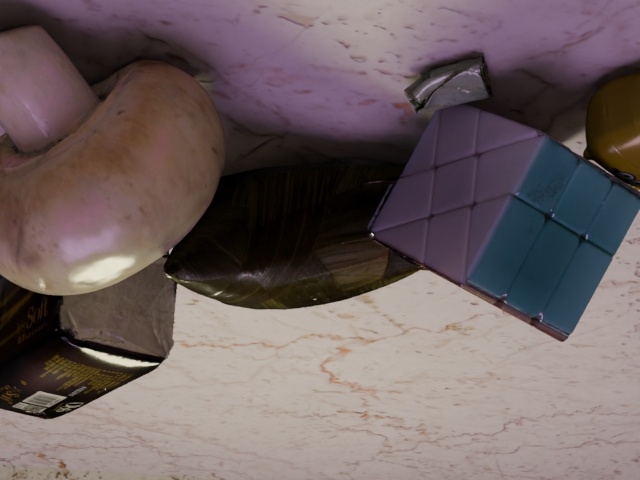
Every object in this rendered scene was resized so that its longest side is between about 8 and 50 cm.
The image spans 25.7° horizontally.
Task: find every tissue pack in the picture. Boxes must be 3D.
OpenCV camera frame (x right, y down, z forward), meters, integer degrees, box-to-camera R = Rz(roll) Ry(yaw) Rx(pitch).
[{"bbox_3d":[-0.399,0.145,2.184,0.210,0.198,0.370,15,151,-35],"label":"tissue pack"},{"bbox_3d":[0.428,-0.137,1.838,0.127,0.123,0.178,-21,146,41],"label":"tissue pack"}]

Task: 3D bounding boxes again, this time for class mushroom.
[{"bbox_3d":[-0.293,-0.111,1.813,0.325,0.353,0.353,-9,159,-24],"label":"mushroom"}]

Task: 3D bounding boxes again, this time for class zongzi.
[{"bbox_3d":[0.000,0.000,1.923,0.404,0.207,0.432,-5,-174,5],"label":"zongzi"}]

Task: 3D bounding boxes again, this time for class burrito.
[{"bbox_3d":[0.165,-0.200,1.821,0.118,0.044,0.074,-11,149,21],"label":"burrito"}]

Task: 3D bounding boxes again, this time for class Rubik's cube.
[{"bbox_3d":[0.244,-0.032,1.865,0.225,0.231,0.221,28,-178,-37],"label":"Rubik's cube"}]

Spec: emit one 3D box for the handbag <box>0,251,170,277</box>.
[{"bbox_3d":[-0.395,0.004,2.234,0.269,0.100,0.274,9,154,-21],"label":"handbag"}]
